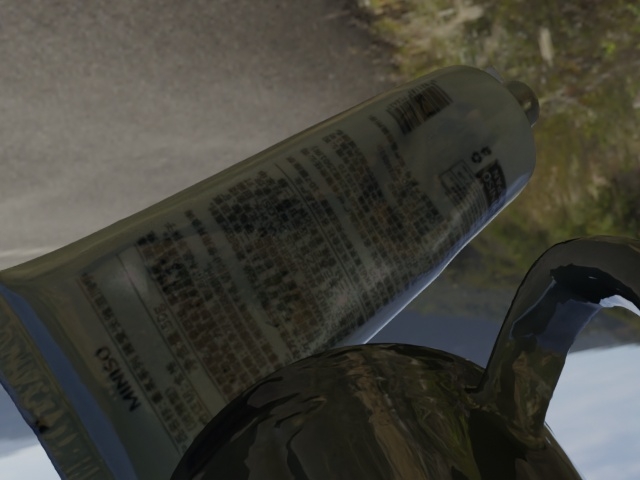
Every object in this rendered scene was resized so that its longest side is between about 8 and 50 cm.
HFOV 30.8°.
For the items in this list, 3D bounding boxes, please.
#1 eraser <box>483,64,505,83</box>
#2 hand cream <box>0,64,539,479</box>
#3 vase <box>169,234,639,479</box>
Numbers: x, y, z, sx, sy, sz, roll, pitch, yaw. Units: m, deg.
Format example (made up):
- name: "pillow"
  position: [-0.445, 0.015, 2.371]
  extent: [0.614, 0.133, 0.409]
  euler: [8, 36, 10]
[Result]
- name: "eraser"
  position: [0.089, -0.072, 1.063]
  extent: [0.212, 0.046, 0.092]
  euler: [-38, 168, 9]
- name: "hand cream"
  position: [0.000, 0.000, 0.549]
  extent: [0.341, 0.124, 0.078]
  euler: [-34, -172, -36]
- name: "vase"
  position: [0.043, 0.120, 0.287]
  extent: [0.156, 0.251, 0.301]
  euler: [25, -176, -11]
